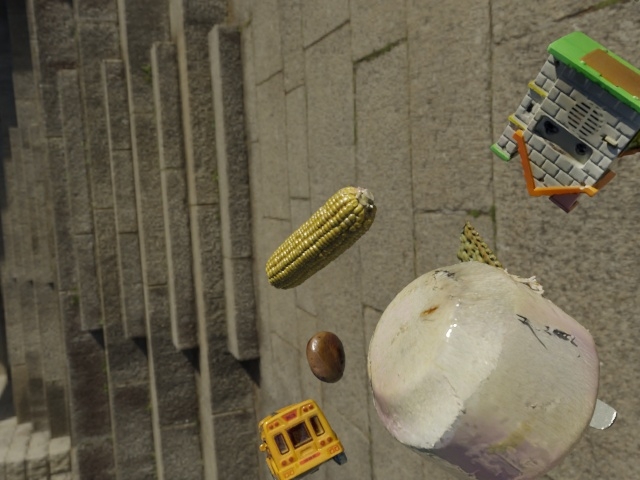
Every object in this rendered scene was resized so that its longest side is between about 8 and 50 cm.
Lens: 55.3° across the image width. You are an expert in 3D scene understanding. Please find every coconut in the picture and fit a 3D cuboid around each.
[{"bbox_3d":[0.138,0.109,0.489,0.171,0.183,0.171,-51,21,28],"label":"coconut"}]

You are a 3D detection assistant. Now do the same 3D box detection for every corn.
[{"bbox_3d":[0.000,0.000,0.954,0.238,0.080,0.080,-43,50,34],"label":"corn"}]

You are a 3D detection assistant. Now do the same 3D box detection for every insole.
[{"bbox_3d":[0.404,0.261,1.029,0.192,0.063,0.010,22,160,52],"label":"insole"}]

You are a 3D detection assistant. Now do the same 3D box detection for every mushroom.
[{"bbox_3d":[0.019,0.272,1.431,0.052,0.123,0.123,-27,67,40],"label":"mushroom"}]

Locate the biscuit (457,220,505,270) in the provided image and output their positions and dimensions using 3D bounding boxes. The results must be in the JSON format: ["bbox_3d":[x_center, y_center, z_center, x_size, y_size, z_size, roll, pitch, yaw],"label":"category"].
[{"bbox_3d":[0.296,0.082,1.084,0.144,0.016,0.203,96,151,-50],"label":"biscuit"}]

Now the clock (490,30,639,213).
[{"bbox_3d":[0.444,-0.187,1.061,0.220,0.106,0.255,44,143,19],"label":"clock"}]

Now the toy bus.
[{"bbox_3d":[-0.026,0.206,0.622,0.074,0.069,0.162,62,165,13],"label":"toy bus"}]
